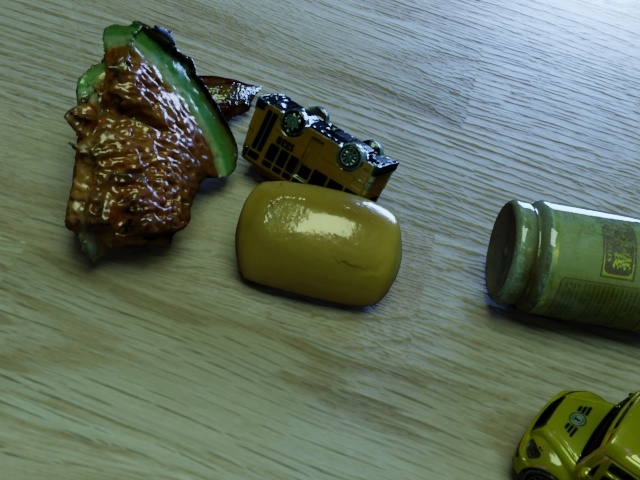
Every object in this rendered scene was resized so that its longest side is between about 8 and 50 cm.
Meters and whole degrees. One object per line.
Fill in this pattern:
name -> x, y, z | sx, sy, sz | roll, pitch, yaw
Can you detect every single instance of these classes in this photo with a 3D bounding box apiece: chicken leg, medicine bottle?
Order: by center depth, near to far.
medicine bottle -> 0.393, 0.040, 1.443 | 0.322, 0.151, 0.151 | 10, 45, -7
chicken leg -> -0.192, -0.208, 1.577 | 0.234, 0.063, 0.105 | 3, 51, -17

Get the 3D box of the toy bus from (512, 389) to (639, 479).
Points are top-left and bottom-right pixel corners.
toy bus -> 0.390, 0.280, 1.216 | 0.331, 0.151, 0.145 | 35, 50, 16

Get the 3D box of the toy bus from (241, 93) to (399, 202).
toy bus -> -0.007, -0.115, 1.502 | 0.201, 0.114, 0.098 | 32, 19, 14

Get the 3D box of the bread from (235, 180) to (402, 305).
bread -> 0.000, 0.000, 1.387 | 0.217, 0.098, 0.147 | 10, 77, -3

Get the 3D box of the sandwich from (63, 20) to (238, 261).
sandwich -> -0.249, -0.102, 1.403 | 0.162, 0.250, 0.301 | -11, 44, 35
